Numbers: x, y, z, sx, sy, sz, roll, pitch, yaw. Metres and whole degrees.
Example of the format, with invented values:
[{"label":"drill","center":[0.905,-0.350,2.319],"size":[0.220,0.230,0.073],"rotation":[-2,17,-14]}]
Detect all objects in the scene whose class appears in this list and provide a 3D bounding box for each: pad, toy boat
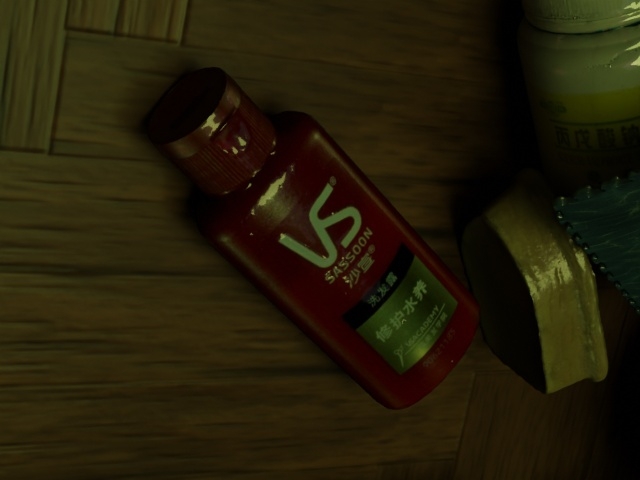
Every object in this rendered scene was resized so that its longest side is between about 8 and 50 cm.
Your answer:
[{"label":"pad","center":[0.335,-0.018,0.950],"size":[0.269,0.012,0.269],"rotation":[-22,148,23]},{"label":"toy boat","center":[0.168,0.032,1.033],"size":[0.061,0.116,0.188],"rotation":[-26,122,-14]}]

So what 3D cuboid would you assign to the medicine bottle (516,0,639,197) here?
[{"label":"medicine bottle","center":[0.232,-0.127,0.996],"size":[0.143,0.143,0.258],"rotation":[-28,119,-21]}]

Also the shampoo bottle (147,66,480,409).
[{"label":"shampoo bottle","center":[0.001,0.001,0.939],"size":[0.118,0.076,0.314],"rotation":[-47,125,-5]}]
